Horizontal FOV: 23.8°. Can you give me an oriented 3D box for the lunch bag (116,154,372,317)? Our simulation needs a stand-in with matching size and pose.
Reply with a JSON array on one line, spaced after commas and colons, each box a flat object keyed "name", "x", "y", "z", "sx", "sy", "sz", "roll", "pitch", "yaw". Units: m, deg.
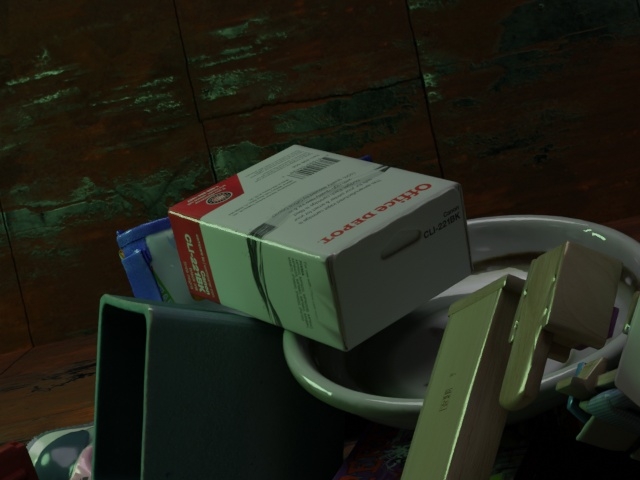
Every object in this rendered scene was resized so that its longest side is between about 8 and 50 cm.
[{"name": "lunch bag", "x": -0.072, "y": 0.094, "z": 2.025, "sx": 0.385, "sy": 0.327, "sz": 0.239, "roll": -19, "pitch": -4, "yaw": -45}]

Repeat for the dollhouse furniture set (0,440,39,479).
[{"name": "dollhouse furniture set", "x": -0.467, "y": 0.339, "z": 1.516, "sx": 0.201, "sy": 0.152, "sz": 0.374, "roll": -8, "pitch": 12, "yaw": 40}]

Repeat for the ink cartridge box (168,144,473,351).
[{"name": "ink cartridge box", "x": 0.000, "y": 0.000, "z": 1.642, "sx": 0.197, "sy": 0.114, "sz": 0.273, "roll": -29, "pitch": 29, "yaw": -33}]

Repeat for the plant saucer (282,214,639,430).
[{"name": "plant saucer", "x": 0.164, "y": 0.103, "z": 1.596, "sx": 0.401, "sy": 0.100, "sz": 0.400, "roll": -11, "pitch": 24, "yaw": 5}]

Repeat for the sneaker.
[{"name": "sneaker", "x": -0.234, "y": 0.272, "z": 1.958, "sx": 0.131, "sy": 0.112, "sz": 0.319, "roll": 12, "pitch": 22, "yaw": 34}]

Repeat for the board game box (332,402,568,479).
[{"name": "board game box", "x": 0.138, "y": 0.213, "z": 1.579, "sx": 0.208, "sy": 0.056, "sz": 0.347, "roll": -15, "pitch": 16, "yaw": 25}]

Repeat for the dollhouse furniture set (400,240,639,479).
[{"name": "dollhouse furniture set", "x": 0.252, "y": 0.171, "z": 1.222, "sx": 0.303, "sy": 0.198, "sz": 0.286, "roll": 21, "pitch": -17, "yaw": -10}]

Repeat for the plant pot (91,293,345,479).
[{"name": "plant pot", "x": -0.110, "y": 0.194, "z": 1.732, "sx": 0.252, "sy": 0.247, "sz": 0.247, "roll": 3, "pitch": 0, "yaw": -21}]

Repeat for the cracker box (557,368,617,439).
[{"name": "cracker box", "x": 0.268, "y": 0.179, "z": 1.822, "sx": 0.156, "sy": 0.067, "sz": 0.232, "roll": -9, "pitch": 8, "yaw": 29}]

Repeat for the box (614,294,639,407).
[{"name": "box", "x": 0.397, "y": 0.101, "z": 0.974, "sx": 0.215, "sy": 0.168, "sz": 0.345, "roll": -12, "pitch": 38, "yaw": -32}]
